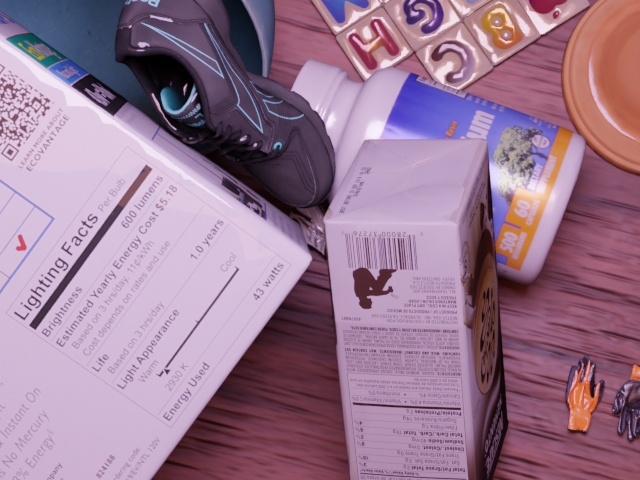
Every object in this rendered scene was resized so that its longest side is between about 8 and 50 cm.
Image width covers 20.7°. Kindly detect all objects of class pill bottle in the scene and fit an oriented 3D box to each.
[{"bbox_3d":[0.097,-0.072,1.635,0.272,0.152,0.152,20,84,5],"label":"pill bottle"}]

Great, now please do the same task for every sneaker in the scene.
[{"bbox_3d":[0.000,0.000,1.695,0.037,0.032,0.083,-31,77,12],"label":"sneaker"},{"bbox_3d":[-0.089,-0.111,1.518,0.267,0.101,0.106,48,42,-27],"label":"sneaker"}]

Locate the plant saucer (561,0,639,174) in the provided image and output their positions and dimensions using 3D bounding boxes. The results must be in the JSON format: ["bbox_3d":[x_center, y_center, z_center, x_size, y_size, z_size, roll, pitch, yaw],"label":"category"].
[{"bbox_3d":[0.334,-0.161,1.694,0.200,0.037,0.200,0,82,3],"label":"plant saucer"}]

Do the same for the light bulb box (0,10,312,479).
[{"bbox_3d":[-0.255,0.037,1.494,0.361,0.225,0.358,36,94,-7],"label":"light bulb box"}]

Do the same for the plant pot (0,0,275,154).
[{"bbox_3d":[-0.167,-0.244,1.634,0.290,0.290,0.195,13,47,5],"label":"plant pot"}]

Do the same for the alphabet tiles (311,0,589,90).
[{"bbox_3d":[0.102,-0.326,1.741,0.285,0.011,0.342,-33,82,-2],"label":"alphabet tiles"}]

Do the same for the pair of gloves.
[{"bbox_3d":[0.275,0.150,1.667,0.083,0.010,0.074,9,81,1],"label":"pair of gloves"}]

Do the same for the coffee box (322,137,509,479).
[{"bbox_3d":[0.089,0.079,1.532,0.119,0.168,0.297,1,118,15],"label":"coffee box"}]
